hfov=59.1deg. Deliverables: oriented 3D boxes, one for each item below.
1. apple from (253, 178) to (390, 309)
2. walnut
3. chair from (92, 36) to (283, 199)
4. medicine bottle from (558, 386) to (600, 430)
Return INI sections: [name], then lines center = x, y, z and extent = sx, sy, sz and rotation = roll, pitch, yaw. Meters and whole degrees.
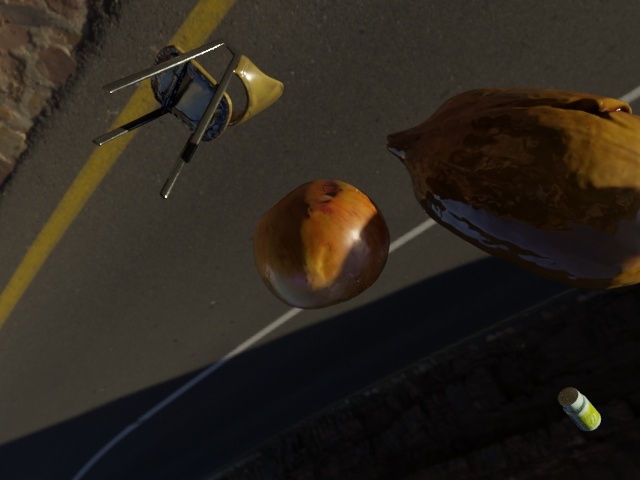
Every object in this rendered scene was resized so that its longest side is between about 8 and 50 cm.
[apple]
center = 0.000, 0.000, 0.598
extent = 0.146, 0.146, 0.146
rotation = -13, 152, -7
[walnut]
center = 0.233, -0.068, 0.620
extent = 0.336, 0.209, 0.209
rotation = 19, 153, 10
[chair]
center = -0.191, -0.205, 0.860
extent = 0.172, 0.247, 0.159
rotation = 40, 150, -10
[medicine bottle]
center = 0.485, 0.316, 1.059
extent = 0.047, 0.047, 0.083
rotation = -32, 115, 27
